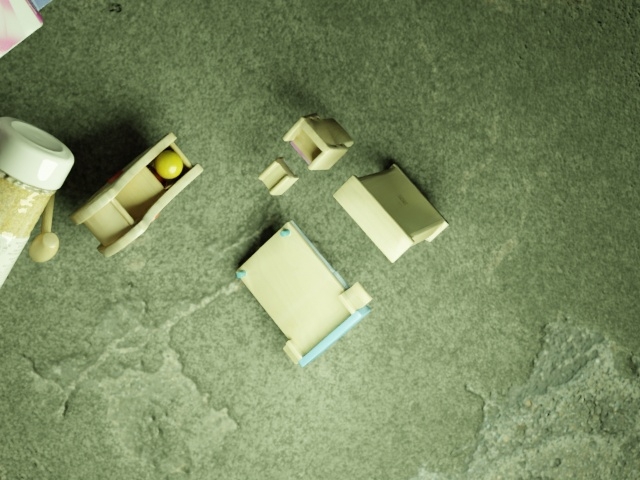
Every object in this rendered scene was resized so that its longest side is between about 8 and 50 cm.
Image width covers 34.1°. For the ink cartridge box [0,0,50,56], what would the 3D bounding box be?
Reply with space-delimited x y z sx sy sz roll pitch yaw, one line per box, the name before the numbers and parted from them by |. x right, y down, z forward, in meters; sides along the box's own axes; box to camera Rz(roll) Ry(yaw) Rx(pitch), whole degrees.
ink cartridge box | -0.525 -0.378 1.387 0.330 0.071 0.324 -44 128 -17

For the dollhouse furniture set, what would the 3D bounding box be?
dollhouse furniture set | 0.000 0.000 1.687 0.303 0.198 0.286 -44 80 22

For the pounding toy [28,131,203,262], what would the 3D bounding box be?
pounding toy | -0.310 -0.076 1.521 0.155 0.154 0.269 51 59 -12

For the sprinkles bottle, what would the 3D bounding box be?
sprinkles bottle | -0.484 0.003 1.477 0.121 0.121 0.355 30 102 -15
